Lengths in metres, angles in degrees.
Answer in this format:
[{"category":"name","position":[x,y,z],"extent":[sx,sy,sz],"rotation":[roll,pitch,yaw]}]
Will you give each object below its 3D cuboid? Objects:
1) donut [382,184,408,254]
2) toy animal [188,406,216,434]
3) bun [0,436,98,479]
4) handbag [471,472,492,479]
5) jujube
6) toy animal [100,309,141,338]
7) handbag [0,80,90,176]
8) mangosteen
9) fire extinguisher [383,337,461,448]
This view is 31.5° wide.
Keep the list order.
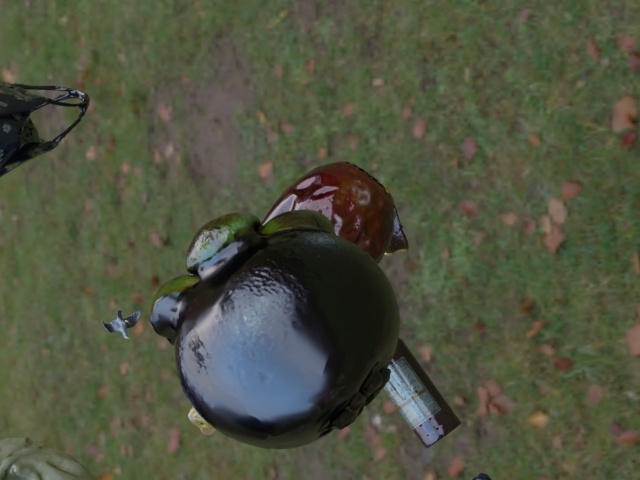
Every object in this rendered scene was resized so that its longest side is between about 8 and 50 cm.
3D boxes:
[{"category":"donut","position":[0.124,-0.035,2.186],"extent":[0.140,0.059,0.140],"rotation":[160,90,-86]},{"category":"toy animal","position":[-0.170,0.266,1.784],"extent":[0.159,0.070,0.083],"rotation":[-56,39,45]},{"category":"bun","position":[-0.461,0.405,1.598],"extent":[0.361,0.361,0.213],"rotation":[50,122,41]},{"category":"handbag","position":[0.226,0.492,1.427],"extent":[0.303,0.122,0.329],"rotation":[84,162,-52]},{"category":"jujube","position":[0.000,0.000,1.661],"extent":[0.243,0.183,0.183],"rotation":[-49,45,4]},{"category":"toy animal","position":[-0.348,0.150,2.010],"extent":[0.050,0.084,0.028],"rotation":[59,134,25]},{"category":"handbag","position":[-0.270,-0.114,1.007],"extent":[0.115,0.139,0.072],"rotation":[20,126,44]},{"category":"mangosteen","position":[-0.040,0.080,1.078],"extent":[0.243,0.243,0.243],"rotation":[9,101,56]},{"category":"fire extinguisher","position":[0.137,0.207,1.785],"extent":[0.099,0.071,0.231],"rotation":[-40,79,39]}]
